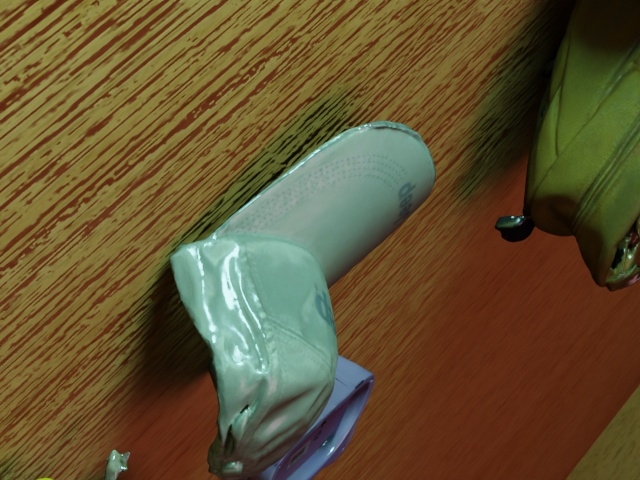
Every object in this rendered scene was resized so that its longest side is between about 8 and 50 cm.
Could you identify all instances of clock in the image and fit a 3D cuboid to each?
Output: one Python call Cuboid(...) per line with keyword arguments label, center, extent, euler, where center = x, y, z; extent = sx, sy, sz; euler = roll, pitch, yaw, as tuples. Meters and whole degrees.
Cuboid(label="clock", center=(-0.021, 0.169, 1.387), extent=(0.152, 0.050, 0.110), euler=(-38, 154, -41))

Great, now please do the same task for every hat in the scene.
Cuboid(label="hat", center=(0.003, 0.048, 1.101), extent=(0.244, 0.149, 0.214), euler=(-29, 155, -7))

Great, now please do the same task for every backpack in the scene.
Cuboid(label="backpack", center=(0.306, -0.141, 1.451), extent=(0.378, 0.201, 0.353), euler=(-58, 162, -1))

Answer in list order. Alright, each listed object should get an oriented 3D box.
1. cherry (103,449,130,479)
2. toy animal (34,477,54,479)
Cuboid(label="cherry", center=(-0.120, 0.219, 1.129), extent=(0.148, 0.115, 0.188), euler=(13, 105, -26))
Cuboid(label="toy animal", center=(-0.188, 0.193, 1.002), extent=(0.114, 0.082, 0.091), euler=(7, 83, -55))
